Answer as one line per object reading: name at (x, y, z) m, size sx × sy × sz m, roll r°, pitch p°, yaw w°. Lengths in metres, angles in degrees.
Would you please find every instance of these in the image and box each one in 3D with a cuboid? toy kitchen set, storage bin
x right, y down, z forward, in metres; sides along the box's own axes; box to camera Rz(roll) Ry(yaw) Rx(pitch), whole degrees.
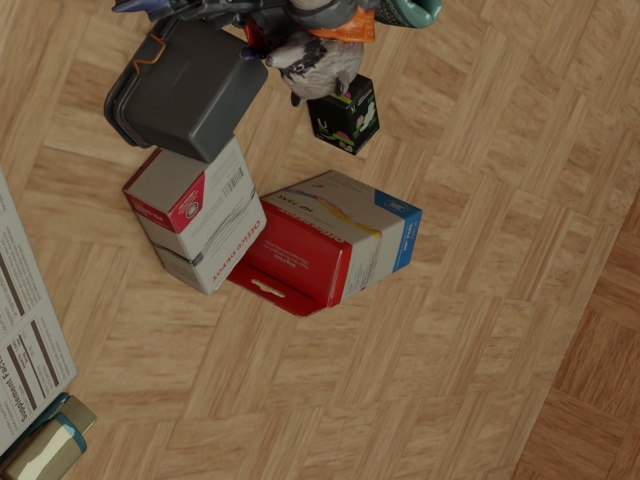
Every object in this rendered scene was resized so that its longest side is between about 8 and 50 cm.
toy kitchen set at (-0.284, 0.140, 1.071) m, size 0.122 × 0.166 × 0.207 m, roll -49°, pitch -173°, yaw -27°
storage bin at (-0.117, -0.141, 1.097) m, size 0.135 × 0.091 × 0.098 m, roll -59°, pitch 153°, yaw -13°

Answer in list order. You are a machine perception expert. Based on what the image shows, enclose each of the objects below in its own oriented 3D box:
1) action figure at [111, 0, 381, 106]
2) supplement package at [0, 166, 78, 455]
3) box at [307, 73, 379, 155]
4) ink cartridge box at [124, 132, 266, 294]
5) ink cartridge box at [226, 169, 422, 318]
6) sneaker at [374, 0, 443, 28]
action figure at (-0.034, -0.269, 0.994) m, size 0.341 × 0.179 × 0.330 m, roll -42°, pitch 124°, yaw -61°
supplement package at (-0.301, 0.016, 0.764) m, size 0.145 × 0.204 × 0.261 m, roll -49°, pitch 150°, yaw -33°
box at (0.026, -0.150, 1.383) m, size 0.052 × 0.062 × 0.083 m, roll -49°, pitch 151°, yaw -25°
ink cartridge box at (-0.121, -0.033, 1.213) m, size 0.109 × 0.063 × 0.150 m, roll -53°, pitch 152°, yaw -23°
ink cartridge box at (0.000, 0.000, 1.386) m, size 0.231 × 0.134 × 0.078 m, roll -25°, pitch 135°, yaw -53°
sneaker at (0.095, -0.352, 1.266) m, size 0.110 × 0.122 × 0.283 m, roll -42°, pitch 146°, yaw -39°
